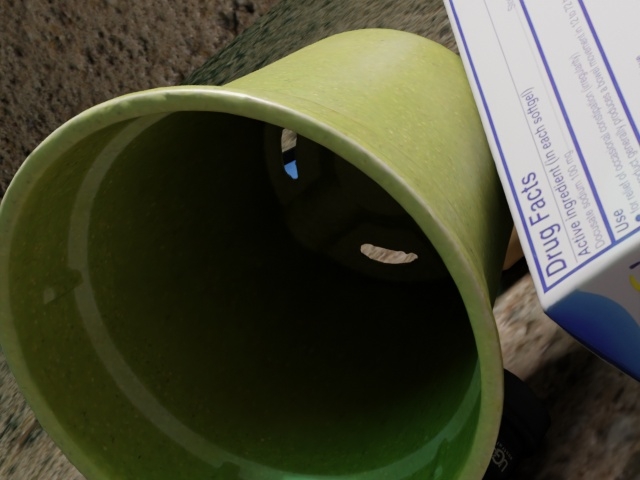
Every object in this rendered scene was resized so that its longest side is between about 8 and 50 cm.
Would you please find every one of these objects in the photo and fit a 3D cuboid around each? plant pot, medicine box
[{"bbox_3d":[0.000,0.000,0.756,0.276,0.276,0.254,-33,10,34],"label":"plant pot"},{"bbox_3d":[0.235,-0.105,0.700,0.289,0.149,0.264,-36,43,26],"label":"medicine box"}]

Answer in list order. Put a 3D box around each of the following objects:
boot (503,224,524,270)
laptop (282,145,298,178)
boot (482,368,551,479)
[{"bbox_3d":[0.206,-0.063,0.944,0.269,0.089,0.236,-42,15,20],"label":"boot"},{"bbox_3d":[-0.088,0.072,1.189,0.234,0.136,0.264,-22,28,52],"label":"laptop"},{"bbox_3d":[0.006,0.164,0.833,0.207,0.094,0.246,-48,23,-23],"label":"boot"}]
